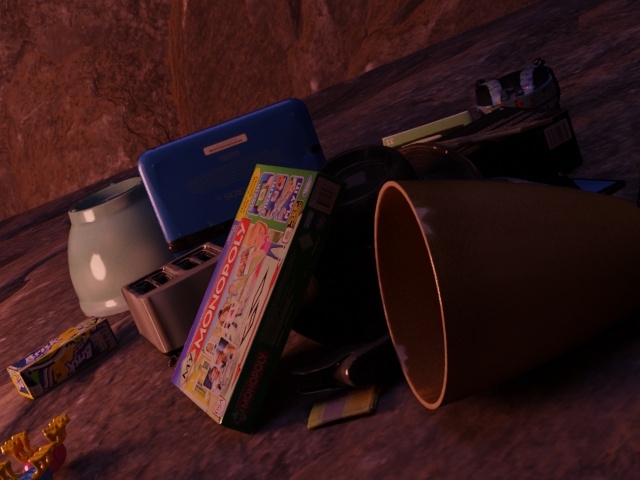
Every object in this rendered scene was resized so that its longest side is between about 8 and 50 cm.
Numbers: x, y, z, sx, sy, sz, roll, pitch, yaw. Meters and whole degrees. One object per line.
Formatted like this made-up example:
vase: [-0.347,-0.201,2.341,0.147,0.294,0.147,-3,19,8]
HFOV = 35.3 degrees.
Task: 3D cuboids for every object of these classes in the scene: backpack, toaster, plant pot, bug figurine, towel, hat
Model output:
backpack: [0.368,-0.252,1.863,0.158,0.116,0.173,-18,17,15]
toaster: [-0.205,0.093,1.563,0.168,0.110,0.186,-29,18,-17]
plant pot: [0.210,0.035,1.051,0.254,0.237,0.237,-10,15,-9]
bug figurine: [-0.410,0.309,1.227,0.279,0.072,0.216,-23,10,16]
plant pot: [-0.367,-0.008,1.941,0.293,0.196,0.293,-22,17,7]
towel: [0.028,0.187,1.136,0.083,0.009,0.060,-19,18,17]
hat: [0.048,-0.029,1.324,0.331,0.134,0.331,-22,45,24]

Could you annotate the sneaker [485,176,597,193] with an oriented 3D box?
sneaker: [0.238,-0.010,1.294,0.131,0.112,0.319,-28,16,-25]

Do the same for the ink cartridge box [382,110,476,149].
ink cartridge box: [0.196,-0.187,1.833,0.171,0.056,0.235,-17,-12,17]

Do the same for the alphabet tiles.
alphabet tiles: [0.217,-0.150,1.505,0.237,0.009,0.198,-10,7,36]

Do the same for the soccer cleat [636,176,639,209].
soccer cleat: [0.417,-0.008,1.104,0.116,0.108,0.318,1,19,7]

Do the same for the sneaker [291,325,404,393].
sneaker: [0.058,0.136,1.175,0.170,0.051,0.089,-22,4,-28]

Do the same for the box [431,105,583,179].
box: [0.258,-0.120,1.625,0.261,0.103,0.184,-28,21,-17]

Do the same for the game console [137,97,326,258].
game console: [-0.132,-0.082,1.712,0.293,0.250,0.173,-21,10,-4]

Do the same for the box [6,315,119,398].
box: [-0.419,0.189,1.642,0.169,0.054,0.059,-33,19,-32]

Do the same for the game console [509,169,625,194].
game console: [0.358,-0.091,1.466,0.071,0.107,0.122,-58,26,-12]

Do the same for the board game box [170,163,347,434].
board game box: [-0.084,0.061,1.265,0.213,0.046,0.317,15,84,64]
